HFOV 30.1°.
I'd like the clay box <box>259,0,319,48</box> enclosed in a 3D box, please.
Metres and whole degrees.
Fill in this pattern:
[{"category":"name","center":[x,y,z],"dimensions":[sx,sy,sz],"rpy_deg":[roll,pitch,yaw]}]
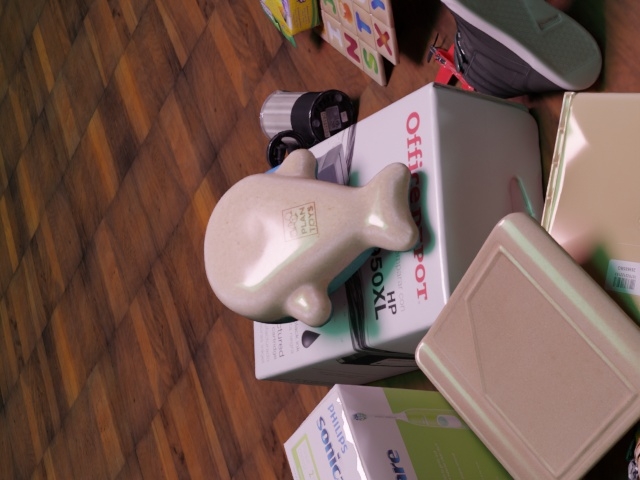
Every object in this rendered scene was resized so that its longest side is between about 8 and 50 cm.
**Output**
[{"category":"clay box","center":[-0.057,-0.408,1.772],"dimensions":[0.127,0.053,0.222],"rpy_deg":[54,162,39]}]

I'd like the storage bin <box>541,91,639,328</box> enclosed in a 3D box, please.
[{"category":"storage bin","center":[0.347,-0.011,1.144],"dimensions":[0.262,0.123,0.260],"rpy_deg":[11,92,56]}]

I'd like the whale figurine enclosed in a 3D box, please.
[{"category":"whale figurine","center":[0.000,0.000,1.377],"dimensions":[0.272,0.141,0.216],"rpy_deg":[-18,66,26]}]

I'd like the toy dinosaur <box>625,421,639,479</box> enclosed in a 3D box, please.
[{"category":"toy dinosaur","center":[0.329,0.225,1.040],"dimensions":[0.164,0.322,0.218],"rpy_deg":[-24,47,1]}]

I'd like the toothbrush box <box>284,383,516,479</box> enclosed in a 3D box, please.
[{"category":"toothbrush box","center":[0.131,0.273,1.248],"dimensions":[0.122,0.283,0.206],"rpy_deg":[-52,44,35]}]

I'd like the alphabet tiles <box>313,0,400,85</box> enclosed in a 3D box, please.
[{"category":"alphabet tiles","center":[0.016,-0.384,1.682],"dimensions":[0.342,0.011,0.285],"rpy_deg":[48,157,50]}]

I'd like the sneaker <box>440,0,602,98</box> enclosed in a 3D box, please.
[{"category":"sneaker","center":[0.168,-0.258,1.353],"dimensions":[0.104,0.296,0.147],"rpy_deg":[-59,18,-21]}]

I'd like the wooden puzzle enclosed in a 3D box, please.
[{"category":"wooden puzzle","center":[0.215,0.119,1.178],"dimensions":[0.221,0.044,0.238],"rpy_deg":[49,137,20]}]

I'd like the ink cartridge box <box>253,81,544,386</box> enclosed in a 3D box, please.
[{"category":"ink cartridge box","center":[0.084,0.010,1.488],"dimensions":[0.395,0.166,0.285],"rpy_deg":[-24,63,50]}]

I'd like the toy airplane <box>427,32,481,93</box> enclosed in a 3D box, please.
[{"category":"toy airplane","center":[0.174,-0.217,1.535],"dimensions":[0.151,0.028,0.151],"rpy_deg":[-21,64,51]}]

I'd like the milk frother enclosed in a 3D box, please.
[{"category":"milk frother","center":[-0.044,-0.159,1.742],"dimensions":[0.135,0.143,0.129],"rpy_deg":[8,96,54]}]
